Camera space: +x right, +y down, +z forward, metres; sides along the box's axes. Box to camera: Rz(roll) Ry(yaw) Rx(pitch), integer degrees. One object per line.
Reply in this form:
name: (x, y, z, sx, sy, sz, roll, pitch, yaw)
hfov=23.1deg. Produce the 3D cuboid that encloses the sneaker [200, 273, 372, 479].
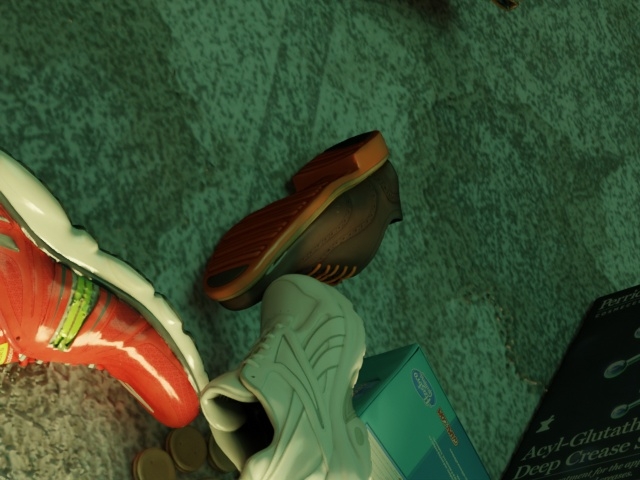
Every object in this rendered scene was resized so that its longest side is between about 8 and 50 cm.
sneaker: (-0.031, 0.102, 1.130, 0.115, 0.090, 0.232, 19, 36, -24)

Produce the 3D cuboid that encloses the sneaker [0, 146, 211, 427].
sneaker: (-0.197, 0.053, 1.100, 0.279, 0.107, 0.118, 44, 65, -22)

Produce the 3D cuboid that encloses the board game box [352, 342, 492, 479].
board game box: (0.033, 0.274, 1.219, 0.336, 0.079, 0.253, -42, 108, -50)

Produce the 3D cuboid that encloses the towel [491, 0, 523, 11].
towel: (0.051, -0.387, 1.521, 0.370, 0.040, 0.271, 20, 42, -47)

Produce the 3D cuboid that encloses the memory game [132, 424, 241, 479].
memory game: (-0.080, 0.228, 1.186, 0.186, 0.012, 0.186, 22, 57, -39)

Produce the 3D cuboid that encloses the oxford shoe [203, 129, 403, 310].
oxford shoe: (0.000, 0.000, 1.320, 0.271, 0.097, 0.098, -42, 110, -48)

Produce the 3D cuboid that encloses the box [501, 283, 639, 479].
box: (0.370, 0.204, 1.466, 0.212, 0.294, 0.395, 54, 42, -15)
